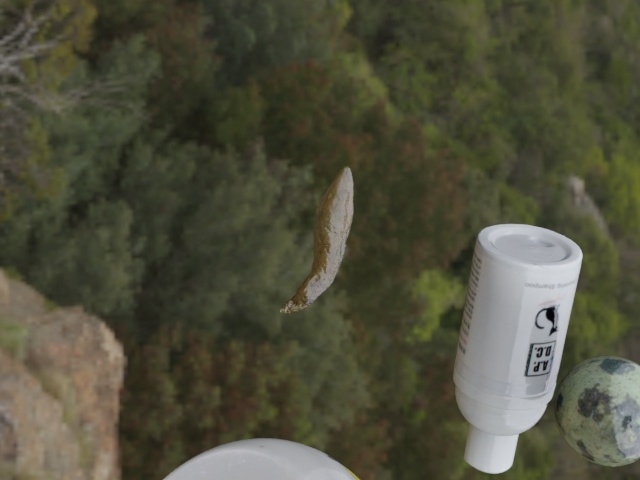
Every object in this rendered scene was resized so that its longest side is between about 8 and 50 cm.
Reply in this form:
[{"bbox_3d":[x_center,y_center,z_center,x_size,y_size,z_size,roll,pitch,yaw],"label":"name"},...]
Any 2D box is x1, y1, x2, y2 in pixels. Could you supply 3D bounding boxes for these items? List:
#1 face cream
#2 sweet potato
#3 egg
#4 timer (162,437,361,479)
[{"bbox_3d":[0.257,0.172,1.852,0.145,0.145,0.370,-40,140,-59],"label":"face cream"},{"bbox_3d":[0.006,0.003,1.299,0.038,0.041,0.153,-143,-107,-86],"label":"sweet potato"},{"bbox_3d":[0.374,0.221,1.739,0.182,0.141,0.141,-62,145,-79],"label":"egg"},{"bbox_3d":[-0.027,0.329,1.177,0.285,0.285,0.285,16,73,-63],"label":"timer"}]
